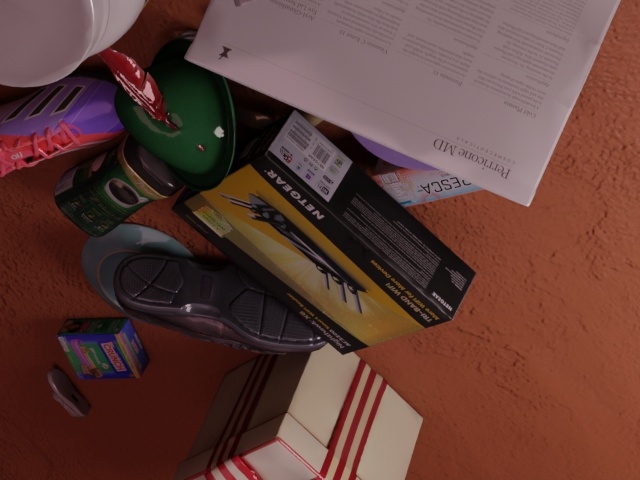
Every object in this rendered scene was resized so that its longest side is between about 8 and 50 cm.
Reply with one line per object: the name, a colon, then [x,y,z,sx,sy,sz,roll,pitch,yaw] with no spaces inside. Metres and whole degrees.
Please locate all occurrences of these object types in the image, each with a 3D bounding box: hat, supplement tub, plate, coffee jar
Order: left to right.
supplement tub: [-0.257,-0.329,1.398,0.241,0.331,0.241,10,133,11]
coffee jar: [-0.250,-0.079,1.789,0.184,0.079,0.096,-26,121,37]
hat: [-0.219,-0.141,1.594,0.173,0.183,0.208,0,103,49]
plate: [-0.248,0.055,1.946,0.188,0.024,0.188,10,133,11]

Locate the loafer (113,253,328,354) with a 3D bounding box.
loafer: [-0.129,0.091,1.885,0.302,0.109,0.095,14,152,-1]

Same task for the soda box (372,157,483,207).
soda box: [0.156,-0.092,1.640,0.183,0.063,0.058,-12,127,29]

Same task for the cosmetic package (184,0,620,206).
cosmetic package: [0.092,-0.237,1.413,0.377,0.097,0.284,24,94,0]

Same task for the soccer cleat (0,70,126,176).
soccer cleat: [-0.373,-0.130,1.764,0.318,0.116,0.108,-9,126,27]

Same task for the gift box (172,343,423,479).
gift box: [-0.037,0.318,1.940,0.255,0.258,0.276,41,130,-16]

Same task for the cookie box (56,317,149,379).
cookie box: [-0.319,0.159,2.052,0.107,0.040,0.092,-4,127,22]

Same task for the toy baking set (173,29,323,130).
toy baking set: [-0.065,-0.206,1.648,0.197,0.030,0.256,42,128,-12]

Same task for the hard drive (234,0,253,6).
hard drive: [-0.054,-0.412,1.249,0.047,0.233,0.353,-9,108,52]

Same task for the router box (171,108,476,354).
router box: [0.000,0.000,1.722,0.309,0.081,0.243,41,148,-16]

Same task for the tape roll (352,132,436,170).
tape roll: [0.118,-0.176,1.550,0.189,0.080,0.189,5,127,7]

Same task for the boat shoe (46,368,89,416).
boat shoe: [-0.397,0.237,2.156,0.035,0.035,0.100,-14,130,27]
